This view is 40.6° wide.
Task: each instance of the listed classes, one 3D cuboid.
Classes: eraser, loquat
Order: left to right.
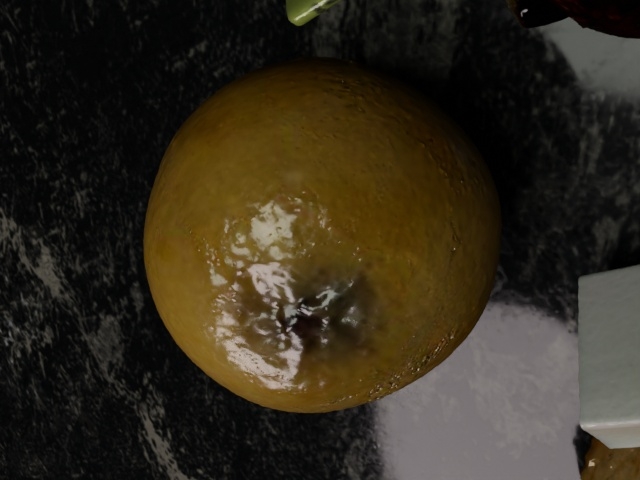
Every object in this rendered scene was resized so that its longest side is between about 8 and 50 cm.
[{"bbox_3d":[0.000,0.000,0.636,0.263,0.263,0.263,14,119,27],"label":"loquat"},{"bbox_3d":[0.278,0.065,0.567,0.210,0.125,0.068,-16,143,37],"label":"eraser"}]

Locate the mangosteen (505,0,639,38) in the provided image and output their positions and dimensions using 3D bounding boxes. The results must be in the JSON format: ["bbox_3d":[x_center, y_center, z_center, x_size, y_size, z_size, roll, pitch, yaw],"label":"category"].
[{"bbox_3d":[0.179,-0.193,0.497,0.172,0.172,0.184,58,157,-4],"label":"mangosteen"}]

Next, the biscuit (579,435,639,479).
[{"bbox_3d":[0.301,0.193,0.587,0.254,0.035,0.254,-8,70,22],"label":"biscuit"}]

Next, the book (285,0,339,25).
[{"bbox_3d":[0.117,-0.278,0.456,0.352,0.239,0.035,-22,140,38],"label":"book"}]
